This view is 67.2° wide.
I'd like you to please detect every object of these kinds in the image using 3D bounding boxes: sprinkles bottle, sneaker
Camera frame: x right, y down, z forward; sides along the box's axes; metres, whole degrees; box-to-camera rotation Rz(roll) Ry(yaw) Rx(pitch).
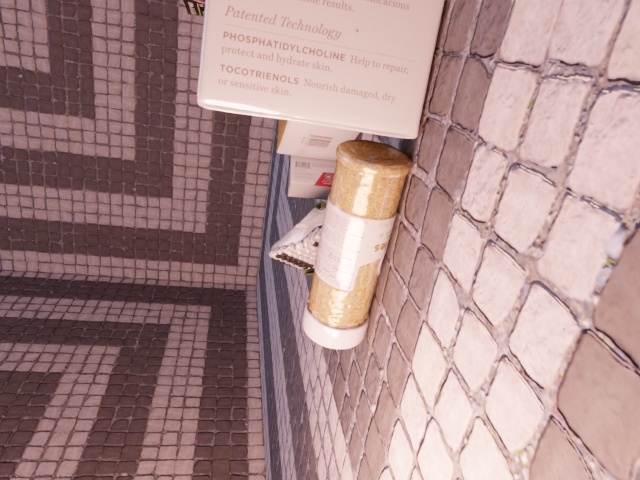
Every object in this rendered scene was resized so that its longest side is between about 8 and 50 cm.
[{"bbox_3d":[0.053,0.015,0.820,0.121,0.121,0.356,-104,22,-59],"label":"sprinkles bottle"},{"bbox_3d":[-0.021,-0.009,1.148,0.292,0.110,0.118,-22,51,49],"label":"sneaker"}]

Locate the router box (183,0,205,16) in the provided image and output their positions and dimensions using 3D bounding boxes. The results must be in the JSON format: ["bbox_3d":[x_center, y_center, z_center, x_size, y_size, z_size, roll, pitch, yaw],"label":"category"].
[{"bbox_3d":[-0.183,-0.414,0.727,0.092,0.038,0.123,-131,48,-74],"label":"router box"}]

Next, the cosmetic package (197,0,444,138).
[{"bbox_3d":[-0.007,-0.396,0.771,0.329,0.327,0.394,-118,36,-70],"label":"cosmetic package"}]

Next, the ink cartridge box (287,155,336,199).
[{"bbox_3d":[-0.018,-0.202,1.254,0.072,0.127,0.175,111,161,-63],"label":"ink cartridge box"}]

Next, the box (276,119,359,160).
[{"bbox_3d":[-0.001,-0.395,1.141,0.215,0.168,0.346,136,138,-74],"label":"box"}]

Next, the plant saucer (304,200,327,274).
[{"bbox_3d":[0.000,0.000,1.291,0.188,0.045,0.188,160,114,-77],"label":"plant saucer"}]
